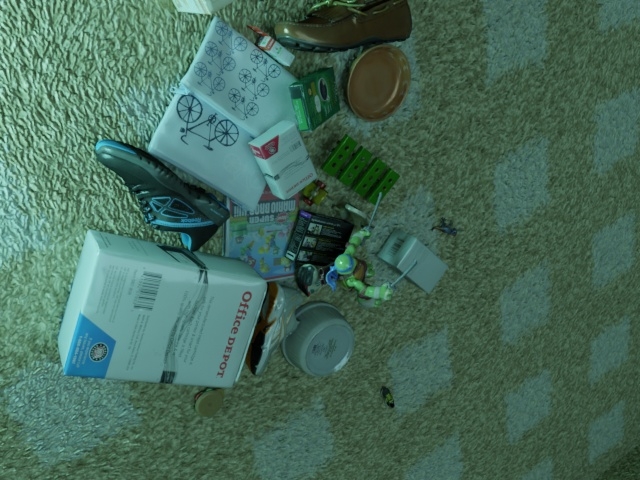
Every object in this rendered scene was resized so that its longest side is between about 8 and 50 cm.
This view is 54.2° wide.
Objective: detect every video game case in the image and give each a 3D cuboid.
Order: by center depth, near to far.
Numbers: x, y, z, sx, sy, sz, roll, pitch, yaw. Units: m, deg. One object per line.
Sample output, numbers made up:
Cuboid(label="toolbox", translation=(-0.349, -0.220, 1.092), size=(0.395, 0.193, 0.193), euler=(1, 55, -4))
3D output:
Cuboid(label="video game case", translation=(-0.151, -0.026, 1.593), size=(0.204, 0.025, 0.285), euler=(-8, 113, -30))

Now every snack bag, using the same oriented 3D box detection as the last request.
Cuboid(label="snack bag", translation=(-0.197, -0.274, 1.433), size=(0.323, 0.037, 0.343), euler=(31, 84, -39))

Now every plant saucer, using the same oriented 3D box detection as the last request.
Cuboid(label="plant saucer", translation=(0.144, -0.407, 1.612), size=(0.200, 0.037, 0.200), euler=(-17, 124, -27))

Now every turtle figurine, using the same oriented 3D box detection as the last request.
Cuboid(label="turtle figurine", translation=(0.146, 0.072, 1.660), size=(0.275, 0.198, 0.266), euler=(-46, 160, -8))

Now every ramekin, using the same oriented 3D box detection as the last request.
Cuboid(label="ramekin", translation=(0.000, 0.286, 1.765), size=(0.207, 0.109, 0.207), euler=(-13, 116, -28))

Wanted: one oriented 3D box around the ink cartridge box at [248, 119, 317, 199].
Cuboid(label="ink cartridge box", translation=(-0.087, -0.189, 1.480), size=(0.109, 0.063, 0.150), euler=(-37, 125, -20))

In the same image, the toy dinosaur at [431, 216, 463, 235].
Cuboid(label="toy dinosaur", translation=(0.395, -0.036, 1.947), size=(0.090, 0.047, 0.082), euler=(-21, 136, 14))

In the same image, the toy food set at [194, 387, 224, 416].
Cuboid(label="toy food set", translation=(-0.301, 0.437, 1.686), size=(0.082, 0.020, 0.083), euler=(10, 103, -35))

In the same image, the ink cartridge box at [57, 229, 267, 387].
Cuboid(label="ink cartridge box", translation=(-0.359, 0.165, 1.433), size=(0.395, 0.166, 0.285), euler=(14, 101, -31))

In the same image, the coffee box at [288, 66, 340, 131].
Cuboid(label="coffee box", translation=(-0.011, -0.336, 1.484), size=(0.184, 0.040, 0.113), euler=(-50, 133, -53))

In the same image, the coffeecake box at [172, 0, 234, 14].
Cuboid(label="coffeecake box", translation=(-0.212, -0.519, 1.251), size=(0.142, 0.185, 0.068), euler=(-37, 124, -15))

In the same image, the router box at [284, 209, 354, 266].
Cuboid(label="router box", translation=(0.000, 0.000, 1.669), size=(0.179, 0.046, 0.133), euler=(11, 103, -47))

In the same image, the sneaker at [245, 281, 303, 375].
Cuboid(label="sneaker", translation=(-0.116, 0.245, 1.678), size=(0.121, 0.099, 0.262), euler=(12, 103, -34))

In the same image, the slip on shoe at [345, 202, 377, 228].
Cuboid(label="slip on shoe", translation=(0.105, -0.059, 1.691), size=(0.041, 0.051, 0.135), euler=(-55, 144, 3))

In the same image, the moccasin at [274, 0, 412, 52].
Cuboid(label="moccasin", translation=(0.061, -0.521, 1.458), size=(0.380, 0.139, 0.147), euler=(-17, 116, -26))

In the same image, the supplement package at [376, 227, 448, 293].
Cuboid(label="supplement package", translation=(0.273, 0.061, 1.851), size=(0.179, 0.105, 0.105), euler=(38, 86, -37))

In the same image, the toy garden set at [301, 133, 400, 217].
Cuboid(label="toy garden set", translation=(0.073, -0.152, 1.669), size=(0.244, 0.049, 0.204), euler=(29, 102, -45))

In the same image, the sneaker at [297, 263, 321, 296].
Cuboid(label="sneaker", translation=(-0.017, 0.091, 1.674), size=(0.075, 0.057, 0.161), euler=(-37, 162, -21))

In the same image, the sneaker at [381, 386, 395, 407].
Cuboid(label="sneaker", translation=(0.225, 0.515, 2.049), size=(0.031, 0.035, 0.083), euler=(-34, 124, -18))

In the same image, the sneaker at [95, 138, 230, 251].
Cuboid(label="sneaker", translation=(-0.355, -0.094, 1.372), size=(0.341, 0.125, 0.140), euler=(36, 92, -35))

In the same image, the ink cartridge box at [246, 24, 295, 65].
Cuboid(label="ink cartridge box", translation=(-0.118, -0.442, 1.420), size=(0.115, 0.063, 0.029), euler=(29, 94, -37))
